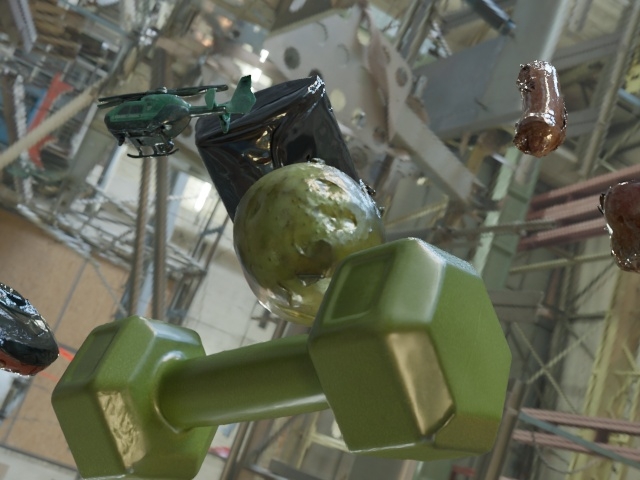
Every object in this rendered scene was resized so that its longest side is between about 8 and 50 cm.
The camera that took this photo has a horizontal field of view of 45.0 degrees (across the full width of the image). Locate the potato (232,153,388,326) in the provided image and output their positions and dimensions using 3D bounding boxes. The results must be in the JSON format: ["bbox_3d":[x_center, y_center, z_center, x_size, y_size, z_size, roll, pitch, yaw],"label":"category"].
[{"bbox_3d":[0.000,0.000,0.764,0.248,0.144,0.169,6,76,-76],"label":"potato"}]

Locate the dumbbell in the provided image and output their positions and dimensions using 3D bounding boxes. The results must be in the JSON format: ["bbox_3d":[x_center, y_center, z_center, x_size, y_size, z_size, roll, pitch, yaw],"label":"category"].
[{"bbox_3d":[-0.038,0.086,0.475,0.302,0.108,0.121,-17,-146,35],"label":"dumbbell"}]

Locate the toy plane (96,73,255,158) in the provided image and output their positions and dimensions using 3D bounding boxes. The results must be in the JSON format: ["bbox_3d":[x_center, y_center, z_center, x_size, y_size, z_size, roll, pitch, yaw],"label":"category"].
[{"bbox_3d":[-0.197,-0.166,1.025,0.060,0.235,0.096,64,27,-56],"label":"toy plane"}]

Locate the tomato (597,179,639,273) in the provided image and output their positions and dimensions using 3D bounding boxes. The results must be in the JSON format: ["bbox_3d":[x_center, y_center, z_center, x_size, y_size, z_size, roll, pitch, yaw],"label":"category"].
[{"bbox_3d":[0.687,-0.010,1.657,0.181,0.214,0.155,-5,-134,32],"label":"tomato"}]

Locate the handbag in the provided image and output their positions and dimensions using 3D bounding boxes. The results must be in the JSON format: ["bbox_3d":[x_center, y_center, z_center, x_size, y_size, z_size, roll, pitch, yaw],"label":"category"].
[{"bbox_3d":[-0.057,-0.127,1.436,0.275,0.301,0.178,-18,-149,7],"label":"handbag"}]

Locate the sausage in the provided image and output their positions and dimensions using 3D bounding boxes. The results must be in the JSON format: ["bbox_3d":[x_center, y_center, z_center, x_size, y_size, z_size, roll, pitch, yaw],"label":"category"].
[{"bbox_3d":[0.331,-0.210,1.168,0.078,0.078,0.304,-52,-170,36],"label":"sausage"}]

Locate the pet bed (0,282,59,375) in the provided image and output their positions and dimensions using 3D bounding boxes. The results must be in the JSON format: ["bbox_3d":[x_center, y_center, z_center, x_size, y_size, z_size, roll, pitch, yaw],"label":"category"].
[{"bbox_3d":[-0.464,0.119,1.121,0.053,0.201,0.201,-44,-160,5],"label":"pet bed"}]
